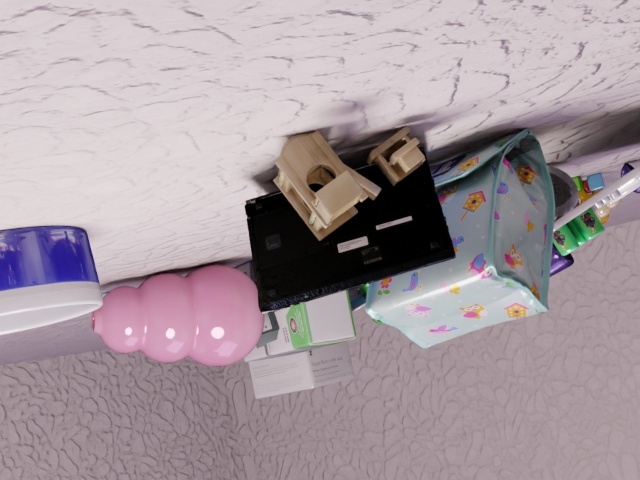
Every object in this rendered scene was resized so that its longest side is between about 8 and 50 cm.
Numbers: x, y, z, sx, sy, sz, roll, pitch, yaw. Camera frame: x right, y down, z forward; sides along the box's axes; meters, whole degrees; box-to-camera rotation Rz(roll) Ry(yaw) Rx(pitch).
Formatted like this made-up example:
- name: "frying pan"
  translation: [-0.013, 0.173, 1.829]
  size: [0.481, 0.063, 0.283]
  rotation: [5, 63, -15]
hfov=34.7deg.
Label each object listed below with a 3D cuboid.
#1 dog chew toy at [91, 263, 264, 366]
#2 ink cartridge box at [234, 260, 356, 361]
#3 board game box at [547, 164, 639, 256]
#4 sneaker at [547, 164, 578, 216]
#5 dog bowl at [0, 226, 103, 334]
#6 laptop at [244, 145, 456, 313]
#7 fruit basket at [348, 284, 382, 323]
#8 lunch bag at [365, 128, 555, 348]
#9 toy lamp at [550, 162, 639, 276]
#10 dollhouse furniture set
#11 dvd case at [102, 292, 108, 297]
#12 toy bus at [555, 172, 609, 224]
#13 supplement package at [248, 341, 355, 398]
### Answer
- name: "dog chew toy"
  translation: [-0.284, 0.152, 2.028]
  size: [0.332, 0.206, 0.206]
  rotation: [-1, 169, -24]
- name: "ink cartridge box"
  translation: [-0.066, 0.132, 2.149]
  size: [0.121, 0.211, 0.289]
  rotation: [-6, 170, -33]
- name: "board game box"
  translation: [0.477, -0.080, 1.553]
  size: [0.390, 0.050, 0.390]
  rotation: [-33, 174, -2]
- name: "sneaker"
  translation: [0.330, -0.079, 1.769]
  size: [0.232, 0.090, 0.115]
  rotation: [-1, 177, -17]
- name: "dog bowl"
  translation: [-0.430, 0.063, 1.362]
  size: [0.265, 0.104, 0.265]
  rotation: [-12, 174, -1]
- name: "laptop"
  translation: [0.037, -0.017, 1.282]
  size: [0.234, 0.264, 0.136]
  rotation: [-17, 142, 7]
- name: "fruit basket"
  translation: [0.190, 0.047, 2.240]
  size: [0.327, 0.165, 0.353]
  rotation: [-23, -165, 8]
- name: "lunch bag"
  translation: [0.188, -0.017, 1.375]
  size: [0.160, 0.262, 0.223]
  rotation: [32, 142, -34]
- name: "toy lamp"
  translation: [0.521, -0.032, 2.005]
  size: [0.275, 0.080, 0.080]
  rotation: [-46, 160, 21]
- name: "dollhouse furniture set"
  translation: [0.037, -0.098, 1.119]
  size: [0.161, 0.101, 0.182]
  rotation: [-37, 176, -8]
- name: "dvd case"
  translation: [-0.478, 0.128, 2.196]
  size: [0.087, 0.013, 0.119]
  rotation: [-12, 172, -5]
- name: "toy bus"
  translation: [0.491, -0.057, 2.097]
  size: [0.202, 0.104, 0.191]
  rotation: [-15, 172, 18]
- name: "supplement package"
  translation: [-0.063, 0.202, 2.391]
  size: [0.175, 0.293, 0.177]
  rotation: [-17, 172, 35]
